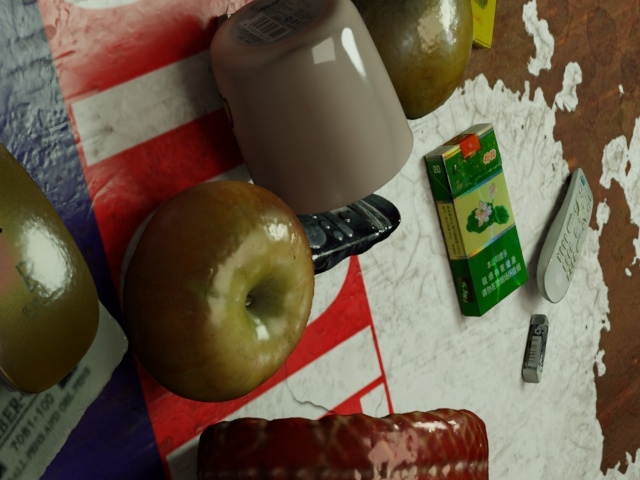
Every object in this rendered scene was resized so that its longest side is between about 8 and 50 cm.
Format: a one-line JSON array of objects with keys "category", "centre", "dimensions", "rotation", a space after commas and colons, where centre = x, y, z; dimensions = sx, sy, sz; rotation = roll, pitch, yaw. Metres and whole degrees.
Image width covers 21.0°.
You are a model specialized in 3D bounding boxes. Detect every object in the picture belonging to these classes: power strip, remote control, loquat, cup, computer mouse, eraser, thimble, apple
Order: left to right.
[{"category": "computer mouse", "centre": [-0.321, -0.002, 1.610], "dimensions": [0.310, 0.072, 0.158], "rotation": [55, 42, -10]}, {"category": "eraser", "centre": [-0.321, 0.193, 1.668], "dimensions": [0.352, 0.077, 0.111], "rotation": [-57, 130, -33]}, {"category": "apple", "centre": [-0.115, 0.052, 1.848], "dimensions": [0.235, 0.173, 0.210], "rotation": [-57, 135, -22]}, {"category": "power strip", "centre": [-0.110, -0.220, 1.969], "dimensions": [0.027, 0.017, 0.083], "rotation": [29, 68, -47]}, {"category": "cup", "centre": [-0.017, -0.182, 1.958], "dimensions": [0.253, 0.191, 0.200], "rotation": [-92, 163, -56]}, {"category": "remote control", "centre": [0.000, 0.000, 2.057], "dimensions": [0.266, 0.090, 0.066], "rotation": [-20, 148, -50]}, {"category": "thimble", "centre": [0.021, 0.301, 1.882], "dimensions": [0.350, 0.350, 0.230], "rotation": [7, 79, -50]}, {"category": "loquat", "centre": [0.100, -0.262, 2.104], "dimensions": [0.179, 0.179, 0.227], "rotation": [12, 84, -49]}, {"category": "eraser", "centre": [0.308, 0.154, 2.456], "dimensions": [0.019, 0.027, 0.099], "rotation": [29, 67, -48]}, {"category": "remote control", "centre": [0.351, -0.005, 2.500], "dimensions": [0.073, 0.044, 0.229], "rotation": [56, 42, -37]}]

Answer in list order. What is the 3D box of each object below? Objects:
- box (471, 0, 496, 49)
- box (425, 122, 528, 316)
[{"category": "box", "centre": [0.210, -0.346, 2.348], "dimensions": [0.087, 0.023, 0.155], "rotation": [19, 75, -51]}, {"category": "box", "centre": [0.214, -0.028, 2.340], "dimensions": [0.132, 0.034, 0.235], "rotation": [-31, 113, -45]}]
